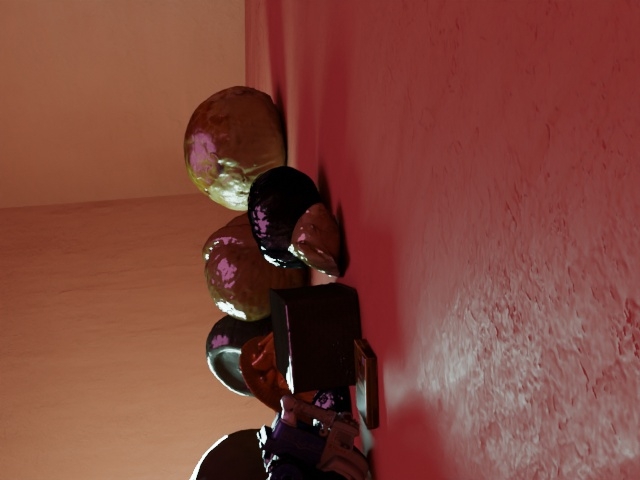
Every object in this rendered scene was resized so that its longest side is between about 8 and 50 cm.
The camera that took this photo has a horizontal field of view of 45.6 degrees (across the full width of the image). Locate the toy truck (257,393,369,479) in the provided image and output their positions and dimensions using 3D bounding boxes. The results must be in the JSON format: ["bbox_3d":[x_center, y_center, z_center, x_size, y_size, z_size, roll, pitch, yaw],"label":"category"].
[{"bbox_3d":[-0.009,0.390,1.417,0.161,0.213,0.176,-175,109,-82],"label":"toy truck"}]

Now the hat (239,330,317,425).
[{"bbox_3d":[-0.024,0.258,1.724,0.233,0.234,0.244,-52,48,37],"label":"hat"}]

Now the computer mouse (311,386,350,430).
[{"bbox_3d":[0.020,0.395,1.639,0.146,0.078,0.241,-106,13,-59],"label":"computer mouse"}]

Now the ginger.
[{"bbox_3d":[0.000,0.003,1.540,0.193,0.115,0.122,88,-164,-75],"label":"ginger"}]

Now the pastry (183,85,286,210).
[{"bbox_3d":[-0.273,-0.288,2.399,0.388,0.313,0.388,170,90,-81],"label":"pastry"}]

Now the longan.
[{"bbox_3d":[-0.146,0.667,1.883,0.436,0.404,0.403,151,113,-85],"label":"longan"}]

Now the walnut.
[{"bbox_3d":[-0.179,0.067,2.094,0.333,0.333,0.332,175,90,-82],"label":"walnut"}]

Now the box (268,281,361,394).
[{"bbox_3d":[-0.013,0.182,1.509,0.273,0.143,0.184,-171,76,-80],"label":"box"}]

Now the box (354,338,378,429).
[{"bbox_3d":[0.079,0.249,1.329,0.090,0.023,0.133,-131,37,-73],"label":"box"}]

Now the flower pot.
[{"bbox_3d":[-0.178,0.319,2.260,0.213,0.302,0.301,-61,-21,-49],"label":"flower pot"}]

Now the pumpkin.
[{"bbox_3d":[-0.071,-0.051,1.680,0.233,0.163,0.232,-11,-90,-89],"label":"pumpkin"}]
